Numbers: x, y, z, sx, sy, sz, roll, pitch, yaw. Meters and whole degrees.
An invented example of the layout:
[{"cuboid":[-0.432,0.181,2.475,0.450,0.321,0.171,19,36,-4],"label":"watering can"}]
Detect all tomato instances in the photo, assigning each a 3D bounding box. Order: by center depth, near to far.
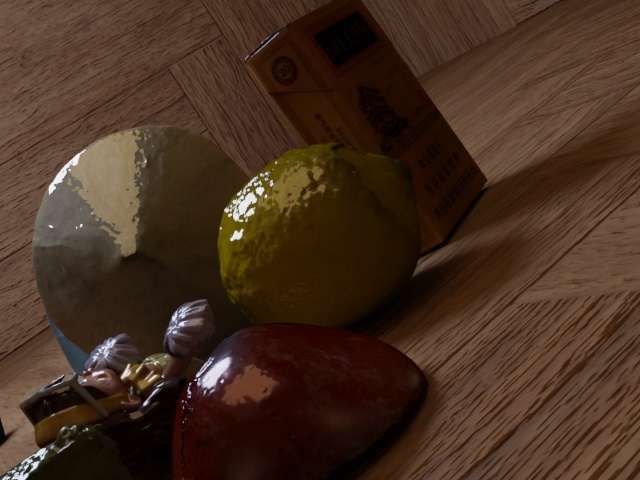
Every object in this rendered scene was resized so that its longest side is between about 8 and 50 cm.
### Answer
[{"cuboid":[-0.029,0.105,0.658,0.189,0.099,0.173,-33,7,-11],"label":"tomato"}]

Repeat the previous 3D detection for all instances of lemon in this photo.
[{"cuboid":[-0.003,0.000,0.894,0.193,0.180,0.180,-6,13,7],"label":"lemon"}]

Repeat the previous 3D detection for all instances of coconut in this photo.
[{"cuboid":[-0.194,0.008,1.154,0.329,0.329,0.329,-32,9,5],"label":"coconut"}]

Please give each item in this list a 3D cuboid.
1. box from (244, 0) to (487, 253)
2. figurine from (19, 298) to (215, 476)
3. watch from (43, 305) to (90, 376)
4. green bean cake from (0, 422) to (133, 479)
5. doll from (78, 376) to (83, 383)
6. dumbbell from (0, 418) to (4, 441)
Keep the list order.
[{"cuboid":[0.057,-0.127,1.052,0.076,0.274,0.174,-32,8,34],"label":"box"},{"cuboid":[-0.159,0.141,0.879,0.175,0.115,0.240,-24,6,35],"label":"figurine"},{"cuboid":[-0.304,0.107,1.565,0.241,0.161,0.253,-24,3,-40],"label":"watch"},{"cuboid":[-0.193,0.226,0.495,0.233,0.124,0.236,-33,8,7],"label":"green bean cake"},{"cuboid":[-0.317,0.213,1.260,0.076,0.050,0.083,-49,2,28],"label":"doll"},{"cuboid":[-0.656,0.331,1.518,0.316,0.156,0.144,-29,-21,23],"label":"dumbbell"}]
